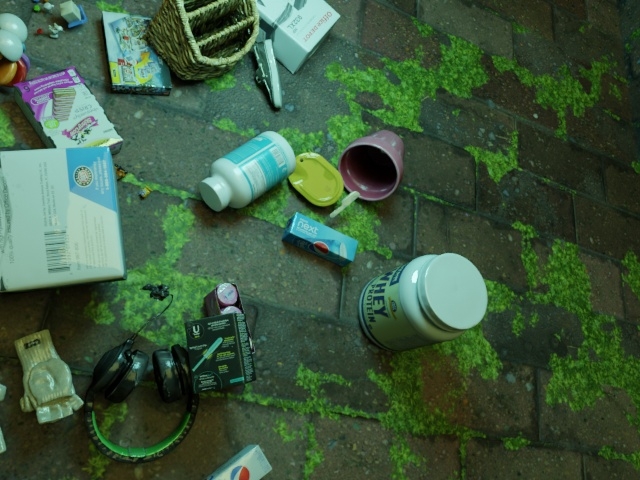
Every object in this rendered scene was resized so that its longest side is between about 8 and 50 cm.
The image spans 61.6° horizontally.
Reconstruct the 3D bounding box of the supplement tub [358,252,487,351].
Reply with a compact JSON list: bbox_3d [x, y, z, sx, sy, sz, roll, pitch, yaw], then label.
[{"bbox_3d":[0.276,0.175,1.493,0.235,0.325,0.235,9,68,-24],"label":"supplement tub"}]

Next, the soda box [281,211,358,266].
[{"bbox_3d":[0.000,0.000,1.568,0.210,0.067,0.071,24,63,-17],"label":"soda box"}]

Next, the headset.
[{"bbox_3d":[-0.384,0.295,1.200,0.243,0.185,0.394,9,80,-24],"label":"headset"}]

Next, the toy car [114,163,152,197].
[{"bbox_3d":[-0.498,-0.153,1.380,0.122,0.060,0.040,40,91,-2],"label":"toy car"}]

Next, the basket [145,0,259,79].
[{"bbox_3d":[-0.296,-0.607,1.517,0.213,0.223,0.299,52,48,-9],"label":"basket"}]

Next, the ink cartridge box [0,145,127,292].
[{"bbox_3d":[-0.635,-0.033,1.140,0.395,0.166,0.285,-6,85,-17],"label":"ink cartridge box"}]

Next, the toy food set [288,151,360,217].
[{"bbox_3d":[-0.003,-0.168,1.633,0.218,0.071,0.128,43,83,-5],"label":"toy food set"}]

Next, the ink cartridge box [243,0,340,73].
[{"bbox_3d":[-0.124,-0.731,1.727,0.307,0.129,0.223,39,60,-10],"label":"ink cartridge box"}]

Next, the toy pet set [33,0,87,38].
[{"bbox_3d":[-0.699,-0.603,1.448,0.114,0.065,0.122,-15,74,5],"label":"toy pet set"}]

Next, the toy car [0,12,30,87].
[{"bbox_3d":[-0.772,-0.445,1.301,0.159,0.136,0.182,-24,51,10],"label":"toy car"}]

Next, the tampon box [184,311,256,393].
[{"bbox_3d":[-0.228,0.255,1.230,0.120,0.101,0.161,-12,79,6],"label":"tampon box"}]

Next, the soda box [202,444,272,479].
[{"bbox_3d":[-0.224,0.569,1.249,0.216,0.074,0.069,-29,87,-32],"label":"soda box"}]

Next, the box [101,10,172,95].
[{"bbox_3d":[-0.516,-0.522,1.505,0.159,0.044,0.233,-5,75,-29],"label":"box"}]

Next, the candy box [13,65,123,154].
[{"bbox_3d":[-0.633,-0.305,1.354,0.159,0.071,0.233,-34,90,-32],"label":"candy box"}]

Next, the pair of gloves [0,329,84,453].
[{"bbox_3d":[-0.647,0.323,1.122,0.240,0.042,0.204,-28,73,-26],"label":"pair of gloves"}]

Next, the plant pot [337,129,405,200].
[{"bbox_3d":[0.178,-0.252,1.684,0.201,0.201,0.180,43,44,-7],"label":"plant pot"}]

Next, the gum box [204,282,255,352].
[{"bbox_3d":[-0.233,0.205,1.354,0.062,0.107,0.188,-11,77,-30],"label":"gum box"}]

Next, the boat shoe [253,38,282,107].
[{"bbox_3d":[-0.165,-0.512,1.670,0.070,0.078,0.219,-12,82,4],"label":"boat shoe"}]

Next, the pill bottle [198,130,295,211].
[{"bbox_3d":[-0.204,-0.185,1.484,0.264,0.146,0.146,-38,92,-32],"label":"pill bottle"}]
